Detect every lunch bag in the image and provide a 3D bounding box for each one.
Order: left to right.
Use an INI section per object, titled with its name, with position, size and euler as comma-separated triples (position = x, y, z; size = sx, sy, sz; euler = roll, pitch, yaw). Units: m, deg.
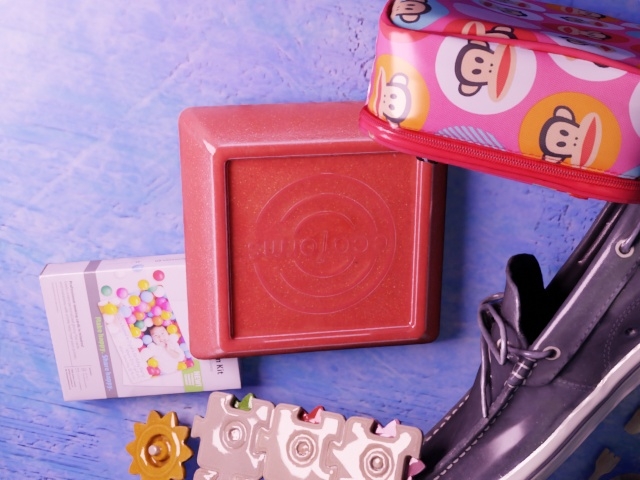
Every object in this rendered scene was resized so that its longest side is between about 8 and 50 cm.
[lunch bag]
position = 0.180, -0.125, 0.769
size = 0.258, 0.293, 0.120
euler = 13, 111, 11

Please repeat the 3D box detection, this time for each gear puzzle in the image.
[gear puzzle]
position = -0.058, 0.245, 0.990
size = 0.338, 0.044, 0.176
euler = 5, 80, 27

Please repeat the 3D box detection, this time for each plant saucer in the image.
[plant saucer]
position = 0.000, 0.000, 0.940
size = 0.258, 0.048, 0.259
euler = -3, 112, -9

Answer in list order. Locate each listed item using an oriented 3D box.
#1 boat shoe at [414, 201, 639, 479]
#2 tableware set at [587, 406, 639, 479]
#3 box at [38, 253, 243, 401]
[boat shoe]
position = 0.215, 0.091, 0.927
size = 0.156, 0.187, 0.500
euler = 40, 113, -2
[tableware set]
position = 0.356, 0.247, 1.024
size = 0.128, 0.039, 0.194
euler = 37, 104, 22
[box]
position = -0.178, 0.088, 1.003
size = 0.186, 0.038, 0.145
euler = -4, 112, 1
